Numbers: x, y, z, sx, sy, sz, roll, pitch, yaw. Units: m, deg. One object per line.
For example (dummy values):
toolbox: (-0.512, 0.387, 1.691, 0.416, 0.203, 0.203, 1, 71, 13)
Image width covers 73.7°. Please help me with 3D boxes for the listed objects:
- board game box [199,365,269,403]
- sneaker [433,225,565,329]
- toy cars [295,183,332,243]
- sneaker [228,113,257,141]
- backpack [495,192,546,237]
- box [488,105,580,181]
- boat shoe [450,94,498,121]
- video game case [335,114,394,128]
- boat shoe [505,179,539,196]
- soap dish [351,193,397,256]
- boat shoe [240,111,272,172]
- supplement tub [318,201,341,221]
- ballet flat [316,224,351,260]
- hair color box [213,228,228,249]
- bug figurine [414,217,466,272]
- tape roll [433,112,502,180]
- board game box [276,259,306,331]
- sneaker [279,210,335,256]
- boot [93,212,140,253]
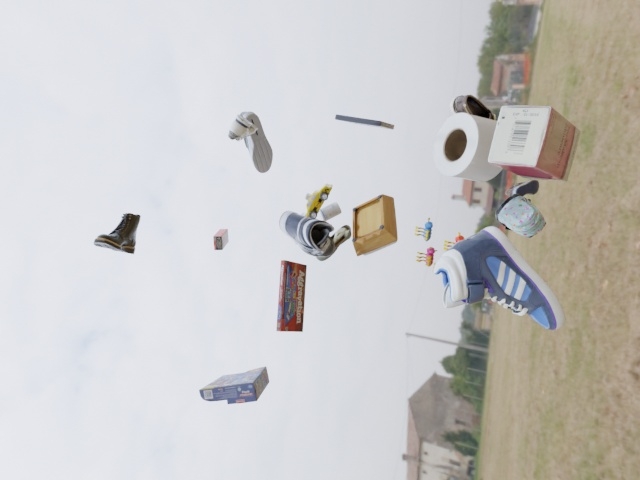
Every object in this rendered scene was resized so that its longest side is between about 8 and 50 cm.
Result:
board game box: (-0.256, 0.472, 1.395, 0.194, 0.194, 0.060, 0, -102, -72)
sneaker: (0.444, 0.144, 1.123, 0.322, 0.236, 0.130, 56, 178, 9)
toy cars: (-0.059, -0.128, 1.921, 0.176, 0.087, 0.393, -62, 4, -32)
sneaker: (-0.324, -0.455, 1.751, 0.094, 0.090, 0.235, -56, 2, 11)
backpack: (0.788, -0.093, 1.686, 0.151, 0.115, 0.182, -54, 32, 20)
box: (0.563, -0.248, 1.119, 0.233, 0.127, 0.148, 5, -80, -43)
boat shoe: (0.746, -0.562, 1.979, 0.325, 0.097, 0.116, 31, -97, -22)
video game case: (0.197, -0.511, 1.847, 0.274, 0.196, 0.026, -27, -51, -67)
boat shoe: (0.865, -0.225, 1.832, 0.183, 0.066, 0.066, -14, -75, -31)
soap dish: (0.265, -0.083, 2.148, 0.118, 0.229, 0.290, 41, -143, -36)
boat shoe: (-0.338, -0.522, 2.246, 0.121, 0.119, 0.334, -22, -55, -19)
supplement tub: (0.047, -0.147, 2.202, 0.071, 0.107, 0.071, 61, 173, 14)
ballet flat: (0.054, 0.003, 1.812, 0.213, 0.072, 0.068, -40, -33, -32)
hair color box: (-0.488, -0.007, 2.100, 0.141, 0.043, 0.071, -91, 0, -74)
bug figurine: (0.503, 0.036, 1.802, 0.072, 0.279, 0.216, -3, -68, -27)
tape roll: (0.585, -0.359, 1.663, 0.169, 0.246, 0.245, 5, -87, -24)
board game box: (-0.115, 0.229, 1.743, 0.145, 0.027, 0.281, 18, -109, -54)
sneaker: (0.000, 0.000, 1.405, 0.282, 0.153, 0.099, 36, -103, -49)
boot: (-0.639, -0.036, 1.352, 0.198, 0.077, 0.136, 115, 166, -82)
